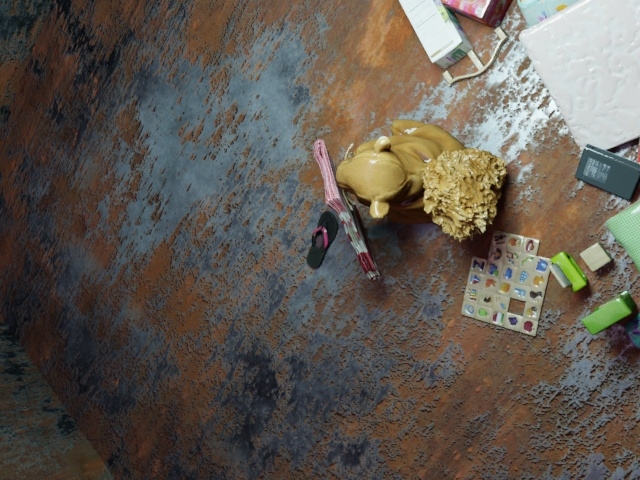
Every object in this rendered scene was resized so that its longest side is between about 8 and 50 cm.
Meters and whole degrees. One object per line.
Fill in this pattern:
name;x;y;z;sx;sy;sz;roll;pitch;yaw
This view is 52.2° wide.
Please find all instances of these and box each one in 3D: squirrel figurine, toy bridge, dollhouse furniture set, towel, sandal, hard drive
squirrel figurine;0.242;-0.154;1.573;0.396;0.370;0.281;15;100;31
toy bridge;0.399;-0.455;1.663;0.188;0.026;0.063;-38;74;28
dollhouse furniture set;0.680;0.038;1.434;0.301;0.151;0.198;-40;72;27
towel;0.068;-0.073;1.685;0.037;0.329;0.237;-21;44;9
sandal;0.000;0.000;1.930;0.067;0.040;0.179;28;107;28
towel;0.643;-0.379;1.399;0.316;0.053;0.332;-25;107;37
hard drive;0.657;-0.155;1.487;0.135;0.022;0.094;31;145;28

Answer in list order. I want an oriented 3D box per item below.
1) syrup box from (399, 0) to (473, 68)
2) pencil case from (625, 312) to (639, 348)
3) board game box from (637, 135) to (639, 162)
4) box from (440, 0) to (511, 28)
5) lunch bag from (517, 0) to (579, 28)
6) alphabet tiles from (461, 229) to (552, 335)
syrup box;0.291;-0.572;1.686;0.096;0.093;0.237;-32;75;29
pencil case;0.754;0.175;1.445;0.070;0.064;0.151;40;118;-17
board game box;0.752;-0.254;1.365;0.146;0.045;0.194;3;127;23
box;0.418;-0.666;1.583;0.128;0.122;0.257;35;110;27
lunch bag;0.584;-0.597;1.450;0.279;0.108;0.224;-12;49;30
alphabet tiles;0.472;0.101;1.655;0.198;0.009;0.237;15;100;31
